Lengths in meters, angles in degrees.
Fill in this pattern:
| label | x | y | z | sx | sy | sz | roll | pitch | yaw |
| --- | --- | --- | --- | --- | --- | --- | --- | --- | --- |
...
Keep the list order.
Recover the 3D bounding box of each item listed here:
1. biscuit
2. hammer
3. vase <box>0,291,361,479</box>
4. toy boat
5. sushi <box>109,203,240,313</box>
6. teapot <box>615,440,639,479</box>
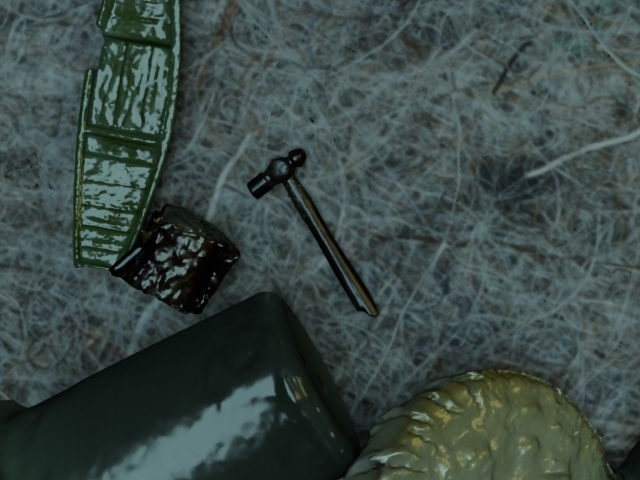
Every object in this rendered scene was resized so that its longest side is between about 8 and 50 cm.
| label | x | y | z | sx | sy | sz | roll | pitch | yaw |
| --- | --- | --- | --- | --- | --- | --- | --- | --- | --- |
| biscuit | 0.146 | 0.201 | 0.974 | 0.281 | 0.084 | 0.179 | 9 | 84 | -26 |
| hammer | 0.000 | 0.000 | 1.063 | 0.065 | 0.021 | 0.178 | -32 | 92 | 9 |
| vase | -0.123 | 0.192 | 1.000 | 0.291 | 0.245 | 0.245 | -27 | 90 | 3 |
| toy boat | -0.183 | -0.115 | 1.060 | 0.093 | 0.055 | 0.293 | 11 | 95 | 6 |
| sushi | -0.134 | 0.014 | 1.042 | 0.098 | 0.094 | 0.084 | 31 | 99 | -12 |
| teapot | 0.380 | 0.217 | 0.965 | 0.225 | 0.171 | 0.203 | -17 | 61 | 2 |
